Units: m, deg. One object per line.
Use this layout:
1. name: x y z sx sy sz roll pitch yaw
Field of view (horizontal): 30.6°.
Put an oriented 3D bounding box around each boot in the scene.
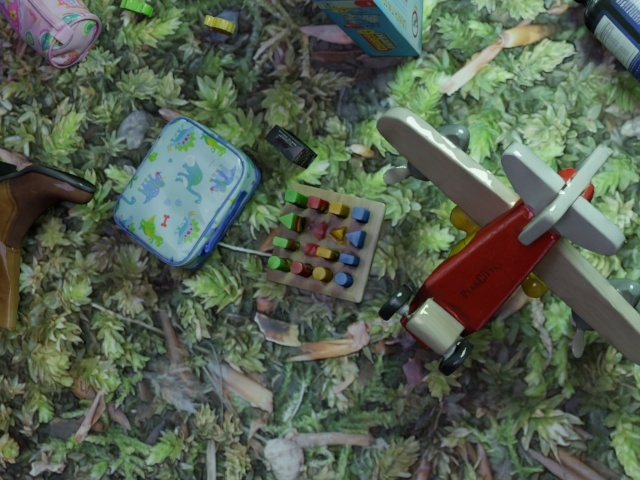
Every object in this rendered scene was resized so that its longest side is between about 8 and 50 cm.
1. boot: -0.509 0.011 1.960 0.264 0.096 0.280 8 87 17

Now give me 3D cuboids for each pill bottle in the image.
1. pill bottle: 0.462 -0.319 1.691 0.123 0.123 0.219 -41 75 9

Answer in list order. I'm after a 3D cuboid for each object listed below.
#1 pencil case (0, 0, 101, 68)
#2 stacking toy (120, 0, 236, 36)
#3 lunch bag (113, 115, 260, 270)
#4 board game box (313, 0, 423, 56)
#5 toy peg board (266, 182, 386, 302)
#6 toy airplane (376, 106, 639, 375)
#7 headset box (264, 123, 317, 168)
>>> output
1. pencil case: -0.500 -0.421 1.992 0.124 0.124 0.284 -46 75 7
2. stacking toy: -0.219 -0.444 1.946 0.221 0.052 0.166 17 89 18
3. lunch bag: -0.213 -0.072 1.883 0.176 0.090 0.219 35 94 18
4. board game box: 0.081 -0.455 1.724 0.086 0.308 0.301 1 84 18
5. toy peg board: 0.000 0.000 1.817 0.161 0.079 0.161 14 89 18
6. toy airplane: 0.274 -0.010 1.637 0.385 0.272 0.386 4 118 29
7. headset box: -0.047 -0.148 1.845 0.062 0.083 0.032 42 97 17
